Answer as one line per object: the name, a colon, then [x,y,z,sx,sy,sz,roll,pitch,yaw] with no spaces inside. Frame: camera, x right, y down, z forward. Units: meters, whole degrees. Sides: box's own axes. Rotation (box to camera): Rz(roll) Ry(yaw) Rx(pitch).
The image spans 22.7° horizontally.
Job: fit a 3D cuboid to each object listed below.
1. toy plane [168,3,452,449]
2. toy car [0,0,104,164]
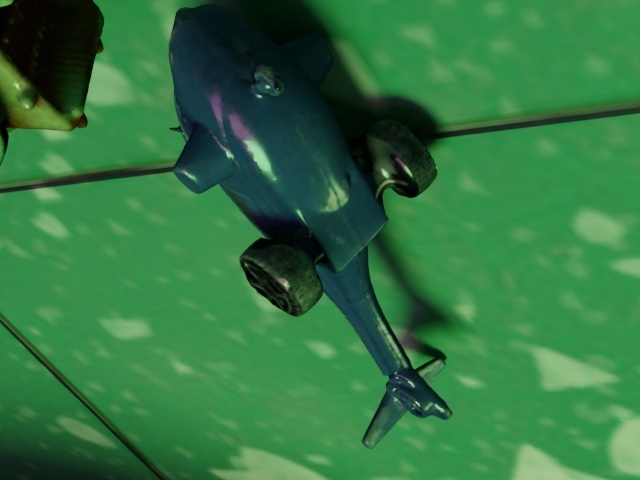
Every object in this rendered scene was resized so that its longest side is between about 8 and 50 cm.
toy plane: [0.000,0.000,0.419,0.062,0.054,0.167,27,157,45]
toy car: [-0.094,-0.078,0.340,0.054,0.073,0.143,-5,139,13]
